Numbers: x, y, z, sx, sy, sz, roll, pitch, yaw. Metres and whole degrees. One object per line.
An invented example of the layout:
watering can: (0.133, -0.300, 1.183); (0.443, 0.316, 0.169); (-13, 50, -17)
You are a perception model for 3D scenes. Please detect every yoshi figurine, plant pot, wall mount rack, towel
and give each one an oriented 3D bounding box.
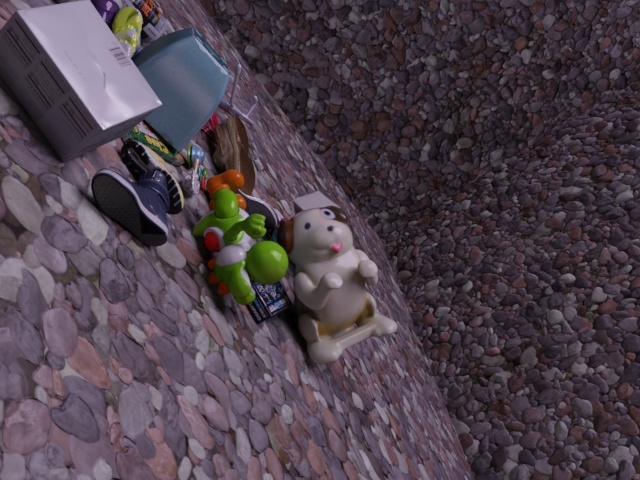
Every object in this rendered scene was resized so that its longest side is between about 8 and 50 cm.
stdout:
yoshi figurine: (-0.183, -0.006, 1.629); (0.204, 0.203, 0.362); (20, 40, -41)
plant pot: (-0.396, -0.453, 1.784); (0.247, 0.252, 0.248); (45, 11, -28)
wall mount rack: (-0.360, -0.558, 2.228); (0.350, 0.130, 0.304); (33, -2, 11)
towel: (-0.446, -0.474, 2.252); (0.275, 0.031, 0.198); (43, 19, -49)

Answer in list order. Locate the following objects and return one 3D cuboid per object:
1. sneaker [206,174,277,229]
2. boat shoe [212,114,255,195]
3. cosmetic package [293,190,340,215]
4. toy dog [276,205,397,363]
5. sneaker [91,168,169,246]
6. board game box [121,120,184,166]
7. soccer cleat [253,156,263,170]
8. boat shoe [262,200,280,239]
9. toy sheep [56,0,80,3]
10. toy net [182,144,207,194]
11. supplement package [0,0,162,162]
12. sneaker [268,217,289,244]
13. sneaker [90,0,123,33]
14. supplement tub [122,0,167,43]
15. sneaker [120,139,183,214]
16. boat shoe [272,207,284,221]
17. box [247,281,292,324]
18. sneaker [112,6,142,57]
sneaker: (-0.232, -0.070, 1.953); (0.296, 0.105, 0.146); (37, 26, -45)
boat shoe: (-0.301, -0.275, 2.155); (0.121, 0.110, 0.341); (54, 20, -51)
cosmetic package: (0.000, 0.000, 2.256); (0.160, 0.113, 0.309); (44, -32, 48)
toy dog: (0.028, 0.095, 1.926); (0.395, 0.285, 0.407); (-140, -145, -67)
sneaker: (-0.404, -0.112, 1.364); (0.226, 0.086, 0.163); (59, 19, -48)
board game box: (-0.469, -0.288, 1.714); (0.136, 0.030, 0.260); (64, 13, 14)
soccer cleat: (-0.257, -0.315, 2.606); (0.036, 0.029, 0.083); (37, 19, -36)
boat shoe: (-0.172, -0.051, 2.182); (0.206, 0.075, 0.065); (56, 9, -29)
toy sheep: (-0.679, -0.671, 1.697); (0.091, 0.091, 0.132); (61, -3, 15)
toy net: (-0.366, -0.183, 1.827); (0.232, 0.045, 0.122); (-92, -179, -57)
supplement package: (-0.499, -0.329, 1.297); (0.261, 0.145, 0.204); (56, 32, -10)
sneaker: (-0.130, 0.007, 2.111); (0.104, 0.125, 0.262); (36, 16, 5)
sneaker: (-0.611, -0.605, 1.835); (0.283, 0.107, 0.124); (93, 8, -85)
supplement tub: (-0.610, -0.760, 2.104); (0.190, 0.117, 0.117); (45, 18, -46)
sneaker: (-0.396, -0.158, 1.557); (0.208, 0.081, 0.094); (57, 10, -1)
boat shoe: (-0.110, -0.037, 2.380); (0.226, 0.076, 0.083); (56, 12, -8)
box: (-0.168, 0.134, 1.798); (0.175, 0.051, 0.220); (59, 12, 4)
sneaker: (-0.543, -0.517, 1.742); (0.126, 0.091, 0.240); (109, -1, -67)
